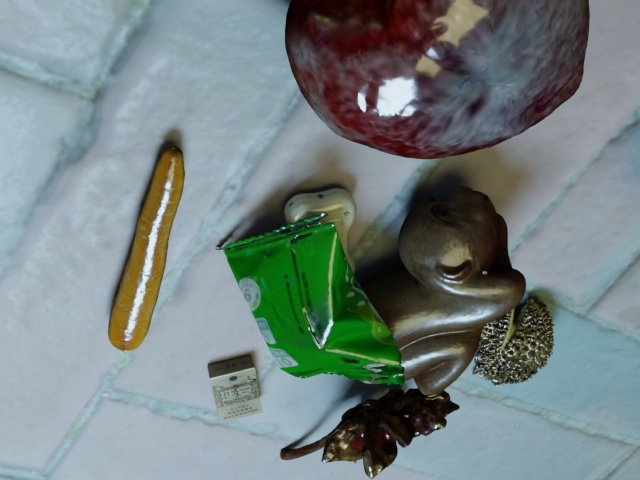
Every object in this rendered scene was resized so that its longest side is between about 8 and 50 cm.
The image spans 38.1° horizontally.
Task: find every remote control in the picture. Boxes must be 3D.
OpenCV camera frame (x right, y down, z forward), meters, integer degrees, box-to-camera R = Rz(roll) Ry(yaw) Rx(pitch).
[{"bbox_3d":[0.000,0.000,0.959,0.074,0.032,0.122,-9,132,-11],"label":"remote control"}]

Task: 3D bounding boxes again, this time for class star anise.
[{"bbox_3d":[0.051,0.232,1.105,0.234,0.177,0.073,-29,93,3],"label":"star anise"}]

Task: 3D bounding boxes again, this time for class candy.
[{"bbox_3d":[-0.007,0.072,0.937,0.141,0.078,0.203,-20,114,23],"label":"candy"}]

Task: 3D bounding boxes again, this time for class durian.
[{"bbox_3d":[0.236,0.139,1.142,0.110,0.071,0.140,14,128,-29],"label":"durian"}]

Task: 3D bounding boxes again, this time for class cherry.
[{"bbox_3d":[0.099,-0.172,0.734,0.300,0.203,0.230,16,115,-40],"label":"cherry"}]

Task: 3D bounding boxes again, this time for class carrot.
[{"bbox_3d":[-0.168,0.014,0.905,0.043,0.043,0.247,6,126,-24],"label":"carrot"}]

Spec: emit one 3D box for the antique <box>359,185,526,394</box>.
[{"bbox_3d":[0.112,0.055,0.995,0.143,0.121,0.257,16,130,-19],"label":"antique"}]

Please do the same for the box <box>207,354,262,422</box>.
[{"bbox_3d":[-0.099,0.173,1.078,0.053,0.024,0.083,-14,134,-8],"label":"box"}]
